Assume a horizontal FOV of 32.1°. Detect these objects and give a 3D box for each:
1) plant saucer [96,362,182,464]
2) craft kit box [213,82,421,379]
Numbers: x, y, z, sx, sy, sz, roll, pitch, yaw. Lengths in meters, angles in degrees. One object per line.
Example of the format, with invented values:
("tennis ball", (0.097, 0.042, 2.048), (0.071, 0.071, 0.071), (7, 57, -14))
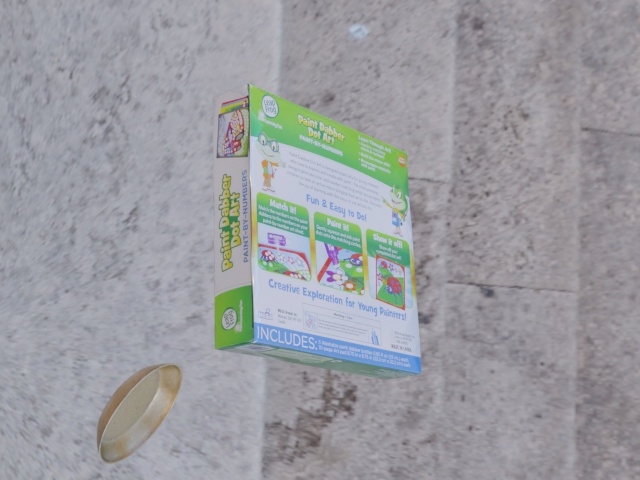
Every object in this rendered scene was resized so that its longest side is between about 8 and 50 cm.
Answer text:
("plant saucer", (-0.128, 0.116, 0.771), (0.015, 0.083, 0.083), (33, 73, 20))
("craft kit box", (0.000, 0.000, 1.089), (0.250, 0.061, 0.246), (18, 66, -47))
